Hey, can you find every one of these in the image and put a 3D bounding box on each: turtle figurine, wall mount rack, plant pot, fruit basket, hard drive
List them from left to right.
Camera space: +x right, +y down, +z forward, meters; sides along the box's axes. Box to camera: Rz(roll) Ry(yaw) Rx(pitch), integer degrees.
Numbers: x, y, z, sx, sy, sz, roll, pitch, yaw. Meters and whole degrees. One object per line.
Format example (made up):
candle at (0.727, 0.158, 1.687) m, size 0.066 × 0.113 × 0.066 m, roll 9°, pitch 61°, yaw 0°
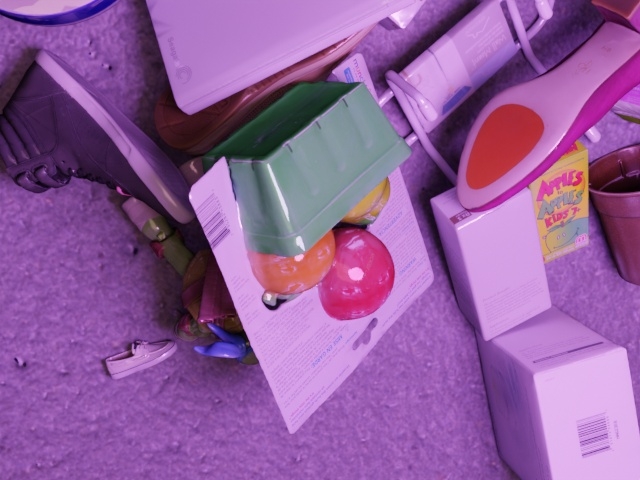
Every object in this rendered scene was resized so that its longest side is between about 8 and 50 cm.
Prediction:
turtle figurine at (-0.128, 0.037, 1.289) m, size 0.274 × 0.197 × 0.266 m, roll -23°, pitch 80°, yaw -50°
hard drive at (-0.060, -0.306, 1.169) m, size 0.307 × 0.040 × 0.203 m, roll -24°, pitch 71°, yaw 15°
fruit basket at (0.000, 0.000, 1.180) m, size 0.327 × 0.165 × 0.353 m, roll -44°, pitch 132°, yaw -34°
wall mount rack at (0.237, -0.186, 1.334) m, size 0.350 × 0.130 × 0.304 m, roll -41°, pitch 140°, yaw -1°
plant pot at (0.478, -0.034, 1.403) m, size 0.166 × 0.167 × 0.165 m, roll -24°, pitch 113°, yaw -8°

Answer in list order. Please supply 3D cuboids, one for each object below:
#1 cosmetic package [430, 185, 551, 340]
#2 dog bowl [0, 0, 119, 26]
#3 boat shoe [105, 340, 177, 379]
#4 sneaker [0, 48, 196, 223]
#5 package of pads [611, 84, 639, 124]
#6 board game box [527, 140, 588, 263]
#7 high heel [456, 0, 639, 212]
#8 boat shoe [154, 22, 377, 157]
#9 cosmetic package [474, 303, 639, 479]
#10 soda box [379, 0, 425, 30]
cosmetic package at (0.239, 0.020, 1.346) m, size 0.117 × 0.085 × 0.231 m, roll -26°, pitch 129°, yaw -8°
dog bowl at (-0.331, -0.391, 1.147) m, size 0.264 × 0.104 × 0.265 m, roll -1°, pitch 98°, yaw -7°
boat shoe at (-0.247, 0.155, 1.330) m, size 0.100 × 0.035 × 0.035 m, roll -22°, pitch 108°, yaw -1°
sneaker at (-0.287, -0.089, 1.201) m, size 0.296 × 0.104 × 0.147 m, roll 44°, pitch 97°, yaw 13°
package of pads at (0.540, -0.251, 1.296) m, size 0.101 × 0.296 × 0.229 m, roll 23°, pitch 94°, yaw -35°
board game box at (0.330, -0.053, 1.377) m, size 0.092 × 0.043 × 0.181 m, roll -22°, pitch 133°, yaw -8°
high heel at (0.334, -0.168, 1.253) m, size 0.377 × 0.127 × 0.181 m, roll -49°, pitch 143°, yaw 12°
boat shoe at (-0.054, -0.226, 1.238) m, size 0.341 × 0.110 × 0.122 m, roll -33°, pitch 70°, yaw 10°
cosmetic package at (0.335, 0.237, 1.383) m, size 0.138 × 0.225 × 0.224 m, roll -15°, pitch 104°, yaw -7°
soda box at (0.040, -0.368, 1.270) m, size 0.216 × 0.074 × 0.069 m, roll 36°, pitch 91°, yaw -17°
